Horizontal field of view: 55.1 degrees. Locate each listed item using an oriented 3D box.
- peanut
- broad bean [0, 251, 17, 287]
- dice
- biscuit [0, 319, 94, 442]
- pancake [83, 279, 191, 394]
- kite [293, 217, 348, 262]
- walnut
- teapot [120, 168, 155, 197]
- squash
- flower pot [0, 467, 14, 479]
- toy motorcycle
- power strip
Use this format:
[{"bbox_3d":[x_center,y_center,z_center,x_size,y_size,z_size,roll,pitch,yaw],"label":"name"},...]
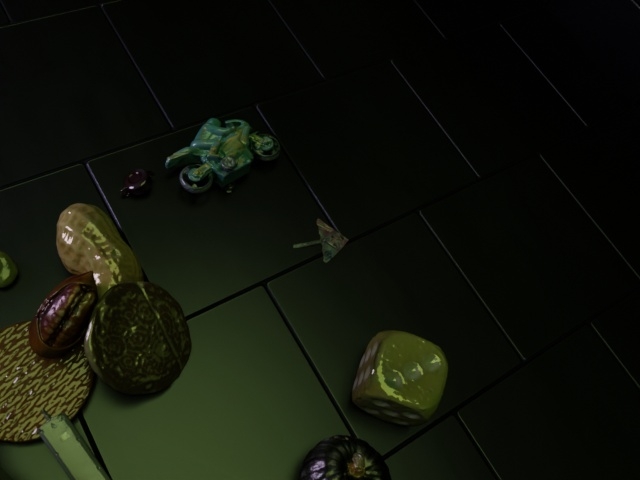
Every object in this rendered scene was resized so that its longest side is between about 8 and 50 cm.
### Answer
[{"bbox_3d":[-0.498,0.049,1.394,0.147,0.147,0.306,-33,77,-26],"label":"peanut"},{"bbox_3d":[-0.715,0.066,1.379,0.063,0.045,0.083,-10,74,-18],"label":"broad bean"},{"bbox_3d":[0.179,0.315,1.402,0.169,0.169,0.166,22,59,-2],"label":"dice"},{"bbox_3d":[-0.611,0.293,1.288,0.261,0.037,0.262,6,62,-12],"label":"biscuit"},{"bbox_3d":[-0.389,0.211,1.318,0.250,0.031,0.250,14,70,-43],"label":"pancake"},{"bbox_3d":[0.000,0.000,1.616,0.152,0.005,0.137,-1,61,-15],"label":"kite"},{"bbox_3d":[-0.529,0.153,1.278,0.115,0.116,0.207,32,86,4],"label":"walnut"},{"bbox_3d":[-0.462,-0.143,1.552,0.100,0.045,0.068,-42,55,-11],"label":"teapot"},{"bbox_3d":[0.054,0.503,1.284,0.193,0.155,0.193,19,58,-33],"label":"squash"},{"bbox_3d":[-0.629,0.491,1.060,0.259,0.290,0.290,39,60,-4],"label":"flower pot"},{"bbox_3d":[-0.262,-0.239,1.619,0.296,0.109,0.198,-36,74,-29],"label":"toy motorcycle"},{"bbox_3d":[-0.485,0.439,1.226,0.060,0.027,0.253,-34,87,-26],"label":"power strip"}]
